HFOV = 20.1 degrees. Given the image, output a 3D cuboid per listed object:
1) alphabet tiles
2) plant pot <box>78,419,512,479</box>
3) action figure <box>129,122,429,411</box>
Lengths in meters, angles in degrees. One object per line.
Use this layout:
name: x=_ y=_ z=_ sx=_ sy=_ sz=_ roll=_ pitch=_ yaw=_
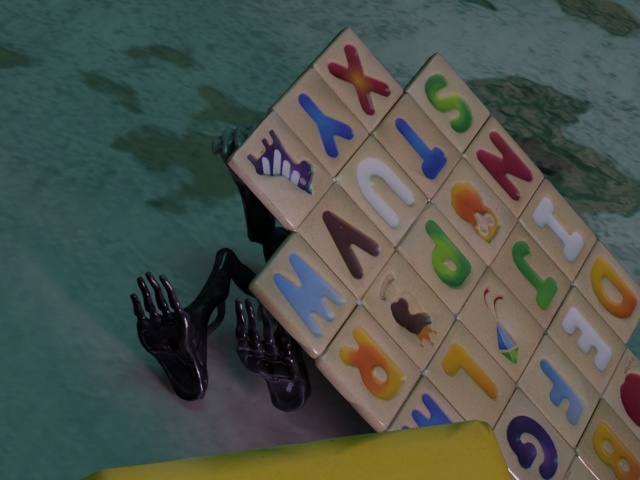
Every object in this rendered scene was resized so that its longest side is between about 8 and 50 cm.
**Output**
alphabet tiles: x=0.093 y=0.033 z=1.121 sx=0.342 sy=0.011 sz=0.285 roll=49 pitch=41 yaw=-9
plant pot: x=-0.007 y=0.225 z=0.781 sx=0.212 sy=0.212 sz=0.187 roll=-4 pitch=47 yaw=-32
action figure: x=0.000 y=0.000 z=1.191 sx=0.164 sy=0.141 sz=0.275 roll=10 pitch=29 yaw=24
